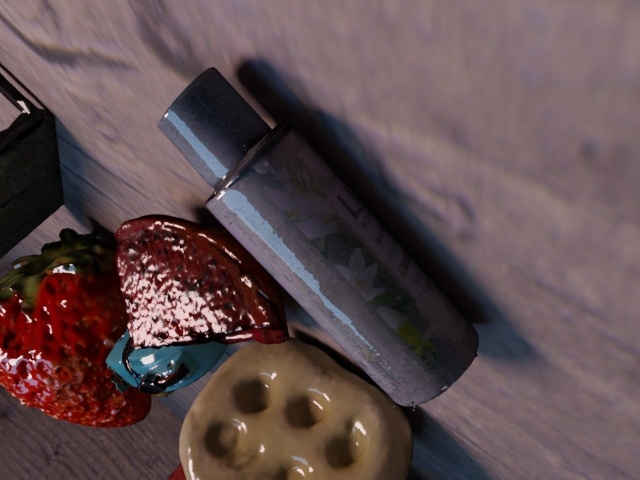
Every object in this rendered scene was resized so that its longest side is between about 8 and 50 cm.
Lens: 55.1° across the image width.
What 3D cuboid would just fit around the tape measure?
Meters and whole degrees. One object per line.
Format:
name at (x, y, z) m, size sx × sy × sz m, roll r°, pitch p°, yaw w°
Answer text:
tape measure at (-0.165, 0.112, 0.704) m, size 0.125 × 0.146 × 0.081 m, roll -8°, pitch 130°, yaw 40°

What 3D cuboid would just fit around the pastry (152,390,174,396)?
pastry at (-0.328, 0.165, 1.066) m, size 0.257 × 0.121 × 0.236 m, roll 43°, pitch 160°, yaw -9°

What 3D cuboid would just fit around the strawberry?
strawberry at (-0.316, 0.137, 0.829) m, size 0.257 × 0.257 × 0.277 m, roll 11°, pitch 128°, yaw 49°

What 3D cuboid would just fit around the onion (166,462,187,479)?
onion at (-0.072, 0.374, 0.769) m, size 0.353 × 0.354 × 0.354 m, roll 34°, pitch 155°, yaw 18°

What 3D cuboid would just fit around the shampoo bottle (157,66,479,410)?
shampoo bottle at (0.000, 0.000, 0.342) m, size 0.214 × 0.072 × 0.072 m, roll 47°, pitch 156°, yaw -13°

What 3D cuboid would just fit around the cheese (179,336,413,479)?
cheese at (-0.019, 0.208, 0.584) m, size 0.217 × 0.235 × 0.117 m, roll -7°, pitch 160°, yaw 10°

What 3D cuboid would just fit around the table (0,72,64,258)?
table at (-0.486, -0.108, 0.705) m, size 0.272 × 0.222 × 0.335 m, roll 45°, pitch 156°, yaw -6°

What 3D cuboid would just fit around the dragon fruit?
dragon fruit at (-0.083, 0.034, 0.530) m, size 0.161 × 0.120 × 0.127 m, roll -11°, pitch 85°, yaw 32°
